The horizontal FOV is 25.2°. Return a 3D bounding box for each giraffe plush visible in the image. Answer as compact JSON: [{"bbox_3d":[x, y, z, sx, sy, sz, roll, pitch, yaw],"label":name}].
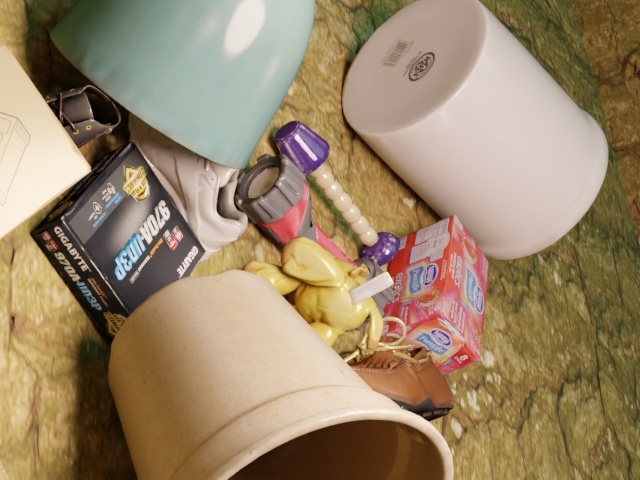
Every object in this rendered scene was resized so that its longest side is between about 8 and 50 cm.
[{"bbox_3d":[0.004,0.073,1.958,0.170,0.210,0.181,-50,128,-81],"label":"giraffe plush"}]

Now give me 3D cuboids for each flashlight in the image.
[{"bbox_3d":[0.000,0.000,2.090,0.304,0.103,0.103,44,31,-35],"label":"flashlight"}]

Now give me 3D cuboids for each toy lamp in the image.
[{"bbox_3d":[0.025,-0.073,2.219,0.275,0.080,0.080,49,31,-28],"label":"toy lamp"}]

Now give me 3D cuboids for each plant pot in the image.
[{"bbox_3d":[-0.075,0.206,1.532,0.334,0.334,0.305,35,14,-46],"label":"plant pot"},{"bbox_3d":[-0.145,-0.268,1.759,0.293,0.235,0.293,35,11,-8],"label":"plant pot"}]

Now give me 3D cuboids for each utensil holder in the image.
[{"bbox_3d":[0.270,-0.200,2.504,0.385,0.327,0.328,40,36,-38],"label":"utensil holder"}]

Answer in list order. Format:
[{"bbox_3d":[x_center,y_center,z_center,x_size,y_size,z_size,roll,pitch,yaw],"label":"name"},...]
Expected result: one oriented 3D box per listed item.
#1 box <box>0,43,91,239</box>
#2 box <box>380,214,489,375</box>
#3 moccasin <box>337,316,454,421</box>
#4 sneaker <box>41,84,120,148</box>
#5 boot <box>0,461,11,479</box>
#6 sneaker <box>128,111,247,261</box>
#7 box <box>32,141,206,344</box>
[{"bbox_3d":[-0.359,-0.086,1.492,0.201,0.021,0.164,-42,108,-33],"label":"box"},{"bbox_3d":[0.186,0.095,2.322,0.123,0.128,0.257,51,29,-26],"label":"box"},{"bbox_3d":[0.087,0.195,2.046,0.380,0.139,0.147,3,65,-61],"label":"moccasin"},{"bbox_3d":[-0.325,-0.132,1.581,0.222,0.118,0.083,-14,81,-63],"label":"sneaker"},{"bbox_3d":[-0.239,0.267,1.316,0.262,0.203,0.095,66,26,-1],"label":"boot"},{"bbox_3d":[-0.162,-0.096,1.853,0.232,0.115,0.090,63,27,-6],"label":"sneaker"},{"bbox_3d":[-0.235,0.003,1.711,0.175,0.051,0.220,58,27,-16],"label":"box"}]
